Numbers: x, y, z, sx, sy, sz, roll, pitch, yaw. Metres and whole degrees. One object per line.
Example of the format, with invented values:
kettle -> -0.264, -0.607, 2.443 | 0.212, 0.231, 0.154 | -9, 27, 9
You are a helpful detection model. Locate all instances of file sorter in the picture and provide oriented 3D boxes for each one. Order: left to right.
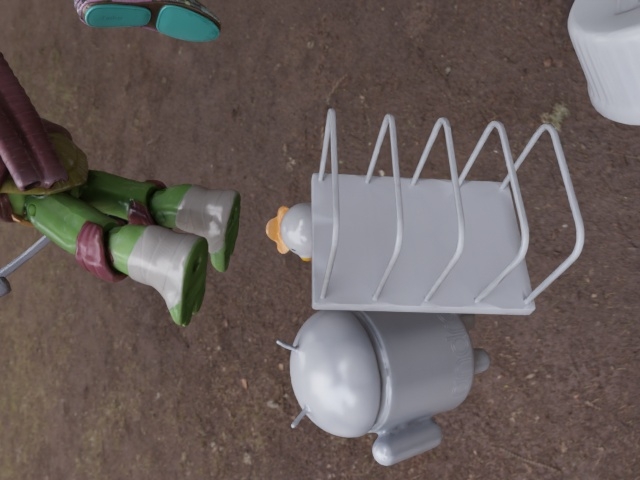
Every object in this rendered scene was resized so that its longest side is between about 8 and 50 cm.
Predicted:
file sorter -> 0.135, -0.035, 0.651 | 0.173, 0.277, 0.193 | 103, 168, -61

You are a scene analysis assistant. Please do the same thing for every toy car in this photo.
toy car -> 0.000, 0.000, 1.139 | 0.237, 0.219, 0.211 | 1, 92, 19

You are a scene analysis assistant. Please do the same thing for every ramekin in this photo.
ramekin -> 0.462, -0.292, 0.697 | 0.277, 0.135, 0.277 | -33, 30, 22

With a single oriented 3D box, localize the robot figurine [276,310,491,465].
robot figurine -> 0.101, 0.193, 0.879 | 0.200, 0.353, 0.300 | -50, 52, 53

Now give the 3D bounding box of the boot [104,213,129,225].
boot -> -0.361, -0.020, 0.866 | 0.045, 0.121, 0.099 | 107, 178, -70

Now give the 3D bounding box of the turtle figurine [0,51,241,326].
turtle figurine -> -0.216, 0.012, 0.446 | 0.266, 0.198, 0.275 | 14, 84, 3

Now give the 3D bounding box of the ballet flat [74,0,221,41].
ballet flat -> -0.259, -0.359, 0.834 | 0.077, 0.221, 0.079 | -39, 65, 52
